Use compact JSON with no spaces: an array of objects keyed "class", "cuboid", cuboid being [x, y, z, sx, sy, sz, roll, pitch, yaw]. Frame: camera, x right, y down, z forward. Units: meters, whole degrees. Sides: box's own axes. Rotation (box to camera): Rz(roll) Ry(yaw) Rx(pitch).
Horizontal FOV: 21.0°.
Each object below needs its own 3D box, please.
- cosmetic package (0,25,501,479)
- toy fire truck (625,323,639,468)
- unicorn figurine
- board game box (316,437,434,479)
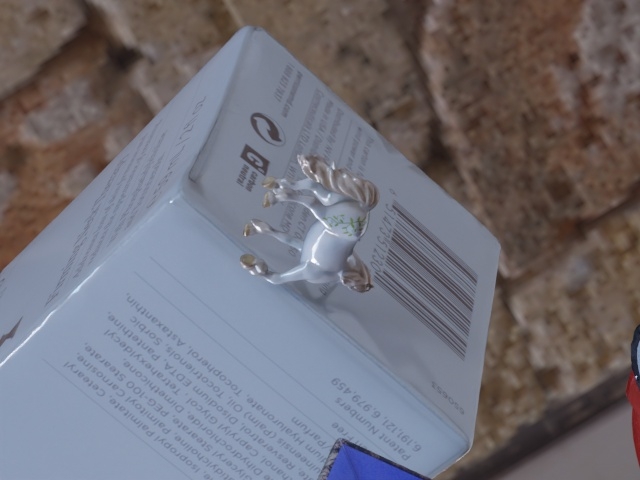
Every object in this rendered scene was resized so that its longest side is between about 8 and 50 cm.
[{"class":"cosmetic package","cuboid":[-0.096,0.096,1.540,0.327,0.393,0.329,41,-151,-15]},{"class":"toy fire truck","cuboid":[0.260,0.161,0.906,0.246,0.158,0.217,95,154,-47]},{"class":"unicorn figurine","cuboid":[0.000,0.000,1.279,0.162,0.111,0.060,126,154,-61]},{"class":"board game box","cuboid":[0.059,0.315,1.270,0.232,0.141,0.291,25,141,2]}]
